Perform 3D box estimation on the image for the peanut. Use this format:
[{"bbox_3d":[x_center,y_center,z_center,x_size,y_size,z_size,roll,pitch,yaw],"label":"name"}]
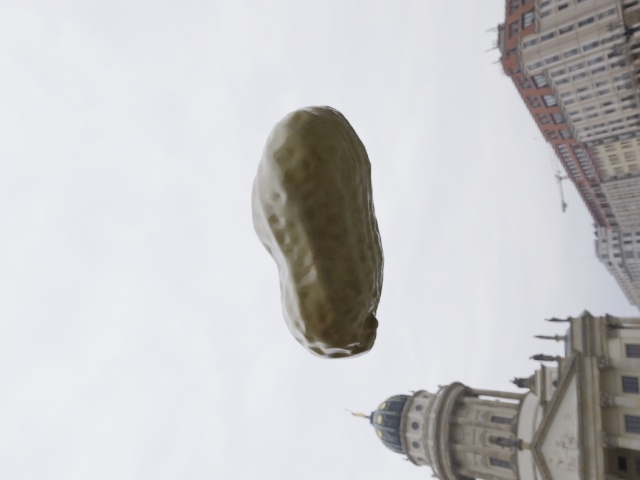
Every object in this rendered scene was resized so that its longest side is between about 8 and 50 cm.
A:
[{"bbox_3d":[0.000,0.000,0.527,0.152,0.152,0.312,-30,-67,-47],"label":"peanut"}]
